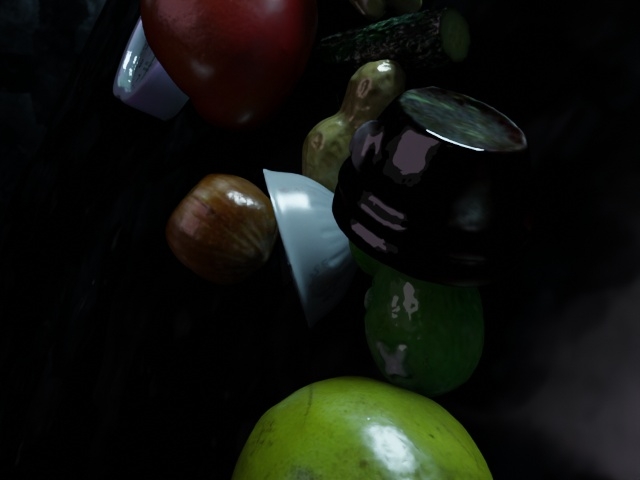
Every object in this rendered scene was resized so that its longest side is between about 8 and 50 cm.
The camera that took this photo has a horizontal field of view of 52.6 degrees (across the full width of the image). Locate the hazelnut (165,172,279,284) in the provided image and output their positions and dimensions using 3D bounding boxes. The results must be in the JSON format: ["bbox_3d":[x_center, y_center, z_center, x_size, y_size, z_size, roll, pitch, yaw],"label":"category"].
[{"bbox_3d":[-0.133,-0.015,0.905,0.150,0.150,0.150,-30,48,41],"label":"hazelnut"}]

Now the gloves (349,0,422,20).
[{"bbox_3d":[0.085,-0.439,0.853,0.154,0.141,0.331,-11,62,49],"label":"gloves"}]

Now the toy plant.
[{"bbox_3d":[0.094,-0.001,0.581,0.218,0.175,0.235,-106,23,-52],"label":"toy plant"}]

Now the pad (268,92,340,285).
[{"bbox_3d":[-0.014,-0.074,0.891,0.163,0.004,0.243,-40,43,33],"label":"pad"}]

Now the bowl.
[{"bbox_3d":[0.000,0.000,0.732,0.085,0.189,0.189,-16,46,-1],"label":"bowl"}]

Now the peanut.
[{"bbox_3d":[0.037,-0.130,0.781,0.193,0.089,0.089,-56,36,9],"label":"peanut"}]

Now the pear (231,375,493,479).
[{"bbox_3d":[0.033,0.213,0.485,0.213,0.212,0.269,-62,28,6],"label":"pear"}]

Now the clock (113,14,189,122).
[{"bbox_3d":[-0.338,-0.437,1.453,0.338,0.102,0.339,-30,48,40],"label":"clock"}]

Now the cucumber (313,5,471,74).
[{"bbox_3d":[0.070,-0.245,0.830,0.293,0.067,0.068,15,83,56],"label":"cucumber"}]

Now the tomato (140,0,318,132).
[{"bbox_3d":[-0.120,-0.316,0.950,0.226,0.298,0.299,-25,50,22],"label":"tomato"}]
